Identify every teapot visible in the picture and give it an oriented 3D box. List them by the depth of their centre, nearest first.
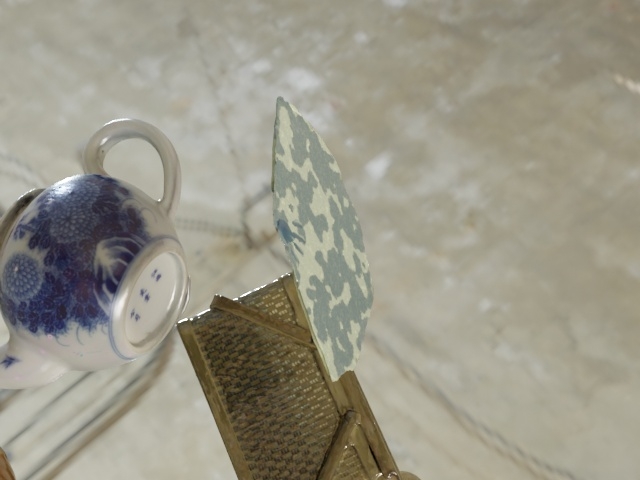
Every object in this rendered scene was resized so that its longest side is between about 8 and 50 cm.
[{"bbox_3d":[-0.320,0.029,2.051,0.280,0.424,0.252,21,-15,25],"label":"teapot"}]

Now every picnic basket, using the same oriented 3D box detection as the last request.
[{"bbox_3d":[-0.024,0.172,1.568,0.165,0.139,0.267,66,-1,-66],"label":"picnic basket"}]

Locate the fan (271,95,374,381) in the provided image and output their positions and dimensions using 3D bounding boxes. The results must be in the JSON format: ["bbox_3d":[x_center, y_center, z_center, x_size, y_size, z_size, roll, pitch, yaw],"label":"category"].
[{"bbox_3d":[0.000,0.000,1.273,0.009,0.131,0.240,-23,-112,32],"label":"fan"}]

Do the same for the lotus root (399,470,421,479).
[{"bbox_3d":[0.083,0.307,1.882,0.062,0.150,0.073,20,-75,41],"label":"lotus root"}]

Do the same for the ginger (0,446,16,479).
[{"bbox_3d":[-0.343,0.246,1.192,0.165,0.172,0.321,20,-35,-41],"label":"ginger"}]
